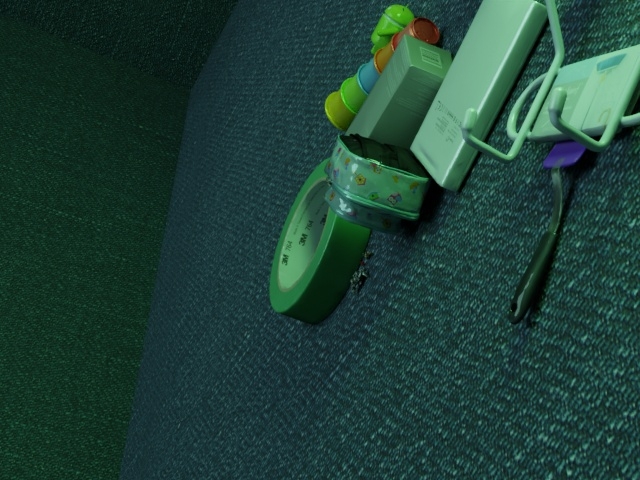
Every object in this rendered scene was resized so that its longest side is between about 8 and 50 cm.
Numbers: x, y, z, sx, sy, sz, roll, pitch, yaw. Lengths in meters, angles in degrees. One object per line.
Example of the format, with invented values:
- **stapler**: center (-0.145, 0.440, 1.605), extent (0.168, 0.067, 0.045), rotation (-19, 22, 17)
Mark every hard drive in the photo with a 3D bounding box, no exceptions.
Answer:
- **hard drive**: center (0.245, -0.248, 1.719), extent (0.307, 0.040, 0.203), rotation (-64, 18, 16)

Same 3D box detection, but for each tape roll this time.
- **tape roll**: center (0.000, 0.000, 2.113), extent (0.321, 0.077, 0.321), rotation (-56, 21, 35)

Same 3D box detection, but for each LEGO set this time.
- **LEGO set**: center (0.067, 0.056, 1.933), extent (0.054, 0.023, 0.083), rotation (-43, 31, 55)

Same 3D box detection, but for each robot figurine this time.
- **robot figurine**: center (0.144, -0.418, 2.167), extent (0.115, 0.067, 0.101), rotation (-61, -1, 25)

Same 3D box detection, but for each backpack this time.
- **backpack**: center (0.093, -0.092, 1.789), extent (0.188, 0.166, 0.144), rotation (-138, 67, -76)

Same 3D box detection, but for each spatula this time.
- **spatula**: center (0.290, -0.034, 1.360), extent (0.084, 0.030, 0.296), rotation (-2, 68, 69)

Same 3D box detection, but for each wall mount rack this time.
- **wall mount rack**: center (0.315, -0.249, 1.357), extent (0.304, 0.130, 0.350), rotation (-65, 20, -10)

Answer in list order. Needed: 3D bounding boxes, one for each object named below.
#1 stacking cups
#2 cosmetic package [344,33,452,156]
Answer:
- **stacking cups**: center (0.123, -0.327, 2.105), extent (0.316, 0.096, 0.096), rotation (-41, 32, 51)
- **cosmetic package**: center (0.138, -0.227, 1.922), extent (0.127, 0.107, 0.238), rotation (-93, 26, -52)
